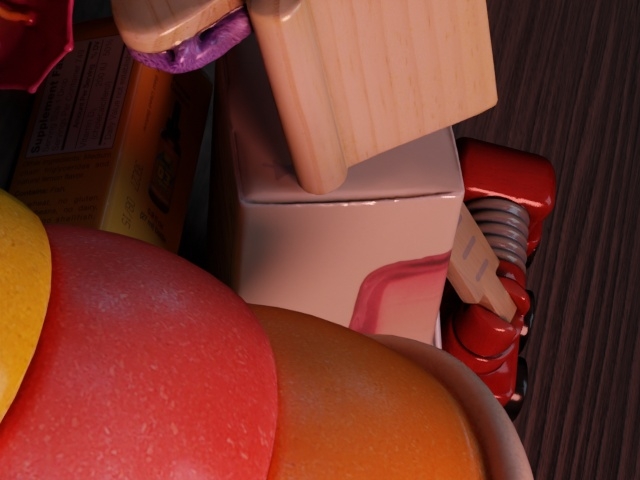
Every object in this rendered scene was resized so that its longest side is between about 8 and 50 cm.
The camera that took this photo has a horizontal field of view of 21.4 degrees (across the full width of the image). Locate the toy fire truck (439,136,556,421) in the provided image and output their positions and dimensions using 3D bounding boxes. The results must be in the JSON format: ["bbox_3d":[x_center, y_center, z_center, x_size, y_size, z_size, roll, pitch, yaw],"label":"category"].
[{"bbox_3d":[0.116,0.002,1.314,0.246,0.158,0.217,117,-15,-61],"label":"toy fire truck"}]

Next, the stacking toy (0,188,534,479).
[{"bbox_3d":[-0.174,0.082,0.685,0.480,0.350,0.351,40,46,-29],"label":"stacking toy"}]

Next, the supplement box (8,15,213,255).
[{"bbox_3d":[-0.127,-0.014,0.958,0.078,0.080,0.233,53,41,-50],"label":"supplement box"}]

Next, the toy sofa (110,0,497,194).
[{"bbox_3d":[-0.055,-0.205,0.927,0.150,0.177,0.362,74,-8,-56],"label":"toy sofa"}]

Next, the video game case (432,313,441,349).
[{"bbox_3d":[0.044,0.086,1.209,0.212,0.023,0.193,161,-73,-73],"label":"video game case"}]

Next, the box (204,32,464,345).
[{"bbox_3d":[0.000,0.000,1.024,0.232,0.126,0.149,98,-13,-48],"label":"box"}]

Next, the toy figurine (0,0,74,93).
[{"bbox_3d":[-0.186,-0.125,0.839,0.173,0.130,0.159,-55,148,-24],"label":"toy figurine"}]
